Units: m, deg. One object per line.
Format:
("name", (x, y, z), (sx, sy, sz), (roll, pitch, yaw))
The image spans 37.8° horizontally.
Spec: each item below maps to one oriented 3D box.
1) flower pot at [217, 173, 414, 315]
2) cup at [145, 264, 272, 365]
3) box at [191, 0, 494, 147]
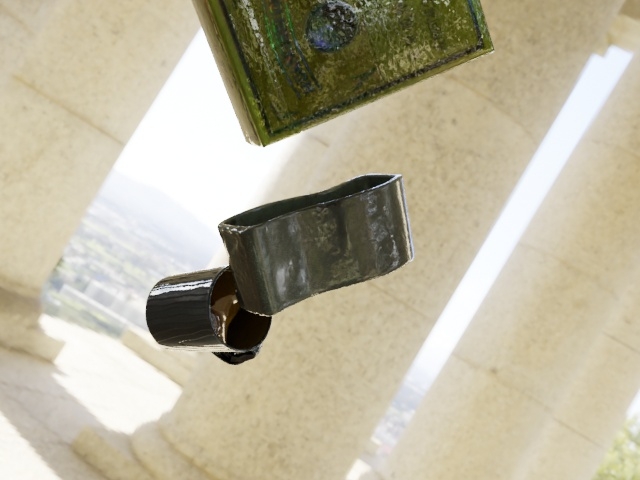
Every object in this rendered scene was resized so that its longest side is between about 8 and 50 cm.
("flower pot", (0.000, 0.000, 1.096), (0.103, 0.229, 0.108), (19, -57, 63))
("cup", (-0.148, 0.110, 1.253), (0.138, 0.150, 0.113), (-8, 9, 42))
("box", (0.019, -0.180, 0.756), (0.064, 0.220, 0.141), (30, -39, 68))
